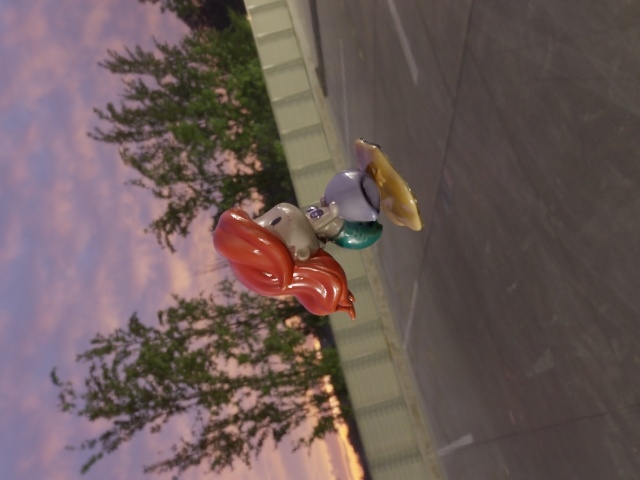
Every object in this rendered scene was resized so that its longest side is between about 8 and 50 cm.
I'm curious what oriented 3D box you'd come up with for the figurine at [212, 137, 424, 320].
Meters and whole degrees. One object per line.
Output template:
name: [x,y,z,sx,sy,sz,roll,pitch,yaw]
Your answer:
figurine: [0.001,0.000,0.838,0.181,0.257,0.208,55,175,33]
